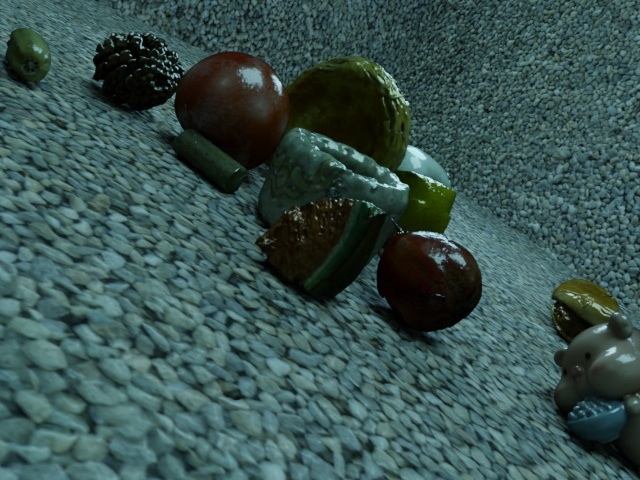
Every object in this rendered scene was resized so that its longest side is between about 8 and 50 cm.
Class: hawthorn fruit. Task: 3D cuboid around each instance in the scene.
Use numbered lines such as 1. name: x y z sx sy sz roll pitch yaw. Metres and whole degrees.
1. hawthorn fruit: 0.186 0.054 1.258 0.181 0.181 0.235 14 37 -46

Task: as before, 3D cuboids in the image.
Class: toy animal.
1. toy animal: 0.547 0.268 1.218 0.221 0.210 0.230 21 50 -5

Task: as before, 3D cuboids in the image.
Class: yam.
1. yam: -0.228 -0.166 1.429 0.169 0.068 0.068 37 16 22

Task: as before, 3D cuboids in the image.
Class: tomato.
1. tomato: -0.192 -0.299 1.552 0.264 0.265 0.265 28 15 -8

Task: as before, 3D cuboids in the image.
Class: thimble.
1. thimble: 0.021 -0.083 1.388 0.291 0.195 0.291 24 18 -8

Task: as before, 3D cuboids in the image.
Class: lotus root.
1. lotus root: -0.590 -0.378 1.390 0.077 0.090 0.183 12 19 -37

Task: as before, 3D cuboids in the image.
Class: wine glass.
1. wine glass: 0.199 -0.182 1.982 0.322 0.238 0.238 16 20 -28

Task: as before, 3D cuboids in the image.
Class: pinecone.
1. pinecone: -0.429 -0.393 1.602 0.204 0.179 0.184 21 -18 44

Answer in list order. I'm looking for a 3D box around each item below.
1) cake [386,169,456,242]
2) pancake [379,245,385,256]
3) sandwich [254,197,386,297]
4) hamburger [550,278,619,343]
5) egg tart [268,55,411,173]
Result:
1. cake: 0.204 -0.070 1.673 0.156 0.179 0.260 20 0 -24
2. pancake: 0.204 0.054 1.607 0.158 0.028 0.158 28 11 -6
3. sandwich: 0.006 -0.007 1.134 0.160 0.185 0.109 37 8 14
4. hamburger: 0.714 0.199 1.888 0.245 0.155 0.282 11 18 -34
5. egg tart: 0.050 -0.258 1.686 0.388 0.388 0.169 37 7 25
